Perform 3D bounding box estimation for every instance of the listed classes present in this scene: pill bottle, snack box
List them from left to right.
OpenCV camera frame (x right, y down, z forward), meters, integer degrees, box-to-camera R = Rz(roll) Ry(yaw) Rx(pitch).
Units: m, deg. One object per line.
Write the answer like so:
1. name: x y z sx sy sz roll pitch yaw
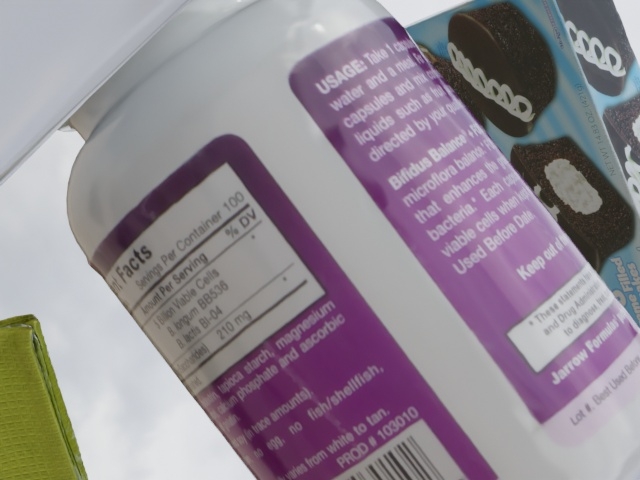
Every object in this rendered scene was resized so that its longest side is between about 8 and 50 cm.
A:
1. pill bottle: 0.000 0.000 0.610 0.301 0.169 0.169 53 -28 3
2. snack box: 0.171 -0.024 1.015 0.187 0.060 0.322 -13 -78 56

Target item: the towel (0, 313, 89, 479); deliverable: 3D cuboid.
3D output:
1. towel: -0.137 0.150 0.600 0.021 0.102 0.237 -128 -156 -65

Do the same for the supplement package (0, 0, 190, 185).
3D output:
1. supplement package: -0.181 -0.172 0.442 0.177 0.175 0.293 43 -4 46
